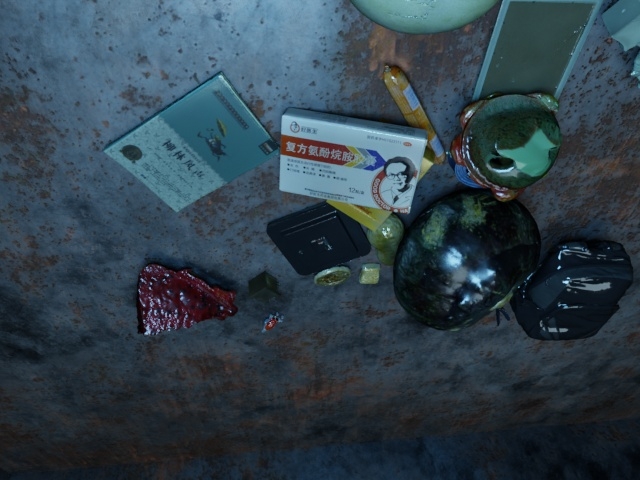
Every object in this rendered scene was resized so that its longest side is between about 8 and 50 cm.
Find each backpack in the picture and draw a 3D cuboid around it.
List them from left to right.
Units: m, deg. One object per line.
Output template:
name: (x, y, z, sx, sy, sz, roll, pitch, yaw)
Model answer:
backpack: (0.883, 0.166, 1.574, 0.364, 0.254, 0.445, 0, 142, -3)

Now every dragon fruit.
dragon fruit: (-0.477, 0.192, 1.557, 0.330, 0.227, 0.286, -9, 173, -25)
dragon fruit: (0.475, -0.238, 1.119, 0.296, 0.130, 0.268, 22, 93, -14)

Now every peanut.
peanut: (0.213, 0.001, 1.430, 0.120, 0.110, 0.236, -15, 145, 2)

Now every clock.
clock: (0.000, 0.001, 1.439, 0.274, 0.049, 0.278, -20, 134, 14)

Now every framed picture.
framed picture: (0.500, -0.436, 1.070, 0.233, 0.019, 0.296, -1, 137, -5)

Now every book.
book: (-0.325, -0.237, 1.164, 0.380, 0.031, 0.264, -26, 134, 19)

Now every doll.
doll: (-0.196, 0.323, 1.758, 0.114, 0.039, 0.057, -42, 154, 21)

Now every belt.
belt: (0.455, -0.218, 1.242, 0.191, 0.082, 0.141, 12, 129, -18)

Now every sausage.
sausage: (0.246, -0.311, 1.142, 0.053, 0.053, 0.348, -27, 133, 20)

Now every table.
table: (-0.195, 0.170, 1.577, 0.083, 0.070, 0.082, -33, 134, 23)

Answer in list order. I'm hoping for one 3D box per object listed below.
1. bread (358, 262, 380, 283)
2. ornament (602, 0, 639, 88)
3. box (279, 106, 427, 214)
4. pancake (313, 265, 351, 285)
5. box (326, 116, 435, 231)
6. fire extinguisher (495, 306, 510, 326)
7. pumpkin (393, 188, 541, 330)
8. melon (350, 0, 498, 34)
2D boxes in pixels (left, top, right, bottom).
bread: (0.174, 0.119, 1.594, 0.070, 0.035, 0.083, -1, 129, -6)
ornament: (0.750, -0.454, 1.009, 0.285, 0.120, 0.130, 30, 146, -33)
box: (0.074, -0.200, 1.138, 0.354, 0.069, 0.214, 11, 128, 6)
pancake: (0.041, 0.129, 1.580, 0.140, 0.022, 0.139, -10, 153, -5)
box: (0.157, -0.172, 1.223, 0.174, 0.076, 0.274, 32, 128, -6)
fire extinguisher: (0.572, 0.248, 1.703, 0.344, 0.137, 0.102, 11, 148, -16)
pumpkin: (0.417, 0.055, 1.318, 0.455, 0.344, 0.454, -31, 152, -18)
melon: (0.175, -0.504, 0.781, 0.331, 0.268, 0.268, 9, 134, -5)
